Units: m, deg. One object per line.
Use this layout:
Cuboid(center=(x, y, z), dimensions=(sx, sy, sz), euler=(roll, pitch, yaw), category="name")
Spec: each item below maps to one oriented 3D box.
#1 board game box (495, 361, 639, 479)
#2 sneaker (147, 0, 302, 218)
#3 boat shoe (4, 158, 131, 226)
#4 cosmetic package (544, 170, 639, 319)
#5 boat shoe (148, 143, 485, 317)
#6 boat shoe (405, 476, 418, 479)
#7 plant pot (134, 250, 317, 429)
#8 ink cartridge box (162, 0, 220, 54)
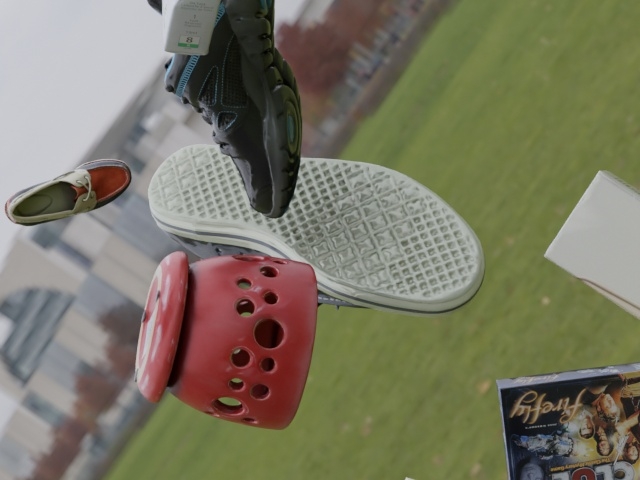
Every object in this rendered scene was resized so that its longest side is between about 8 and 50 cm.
Cuboid(center=(0.347, 0.239, 1.906), dimensions=(0.042, 0.243, 0.165), euler=(-90, -8, -79), category="board game box")
Cuboid(center=(-0.104, -0.179, 1.816), dimensions=(0.125, 0.140, 0.340), euler=(-78, -20, -58), category="sneaker")
Cuboid(center=(-0.256, -0.048, 1.583), dimensions=(0.137, 0.049, 0.043), euler=(-18, 7, -15), category="boat shoe")
Cuboid(center=(0.403, 0.053, 1.648), dimensions=(0.113, 0.309, 0.160), euler=(-59, -12, 10), category="cosmetic package")
Cuboid(center=(0.000, 0.000, 1.984), dimensions=(0.186, 0.500, 0.156), euler=(-59, -37, -23), category="boat shoe")
Cuboid(center=(0.147, 0.290, 1.664), dimensions=(0.049, 0.133, 0.042), euler=(30, -107, -62), category="boat shoe")
Cuboid(center=(-0.106, 0.102, 1.709), dimensions=(0.191, 0.174, 0.191), euler=(-168, 90, -79), category="plant pot")
Cuboid(center=(-0.123, -0.321, 1.552), dimensions=(0.224, 0.056, 0.181), euler=(111, 158, -61), category="ink cartridge box")
